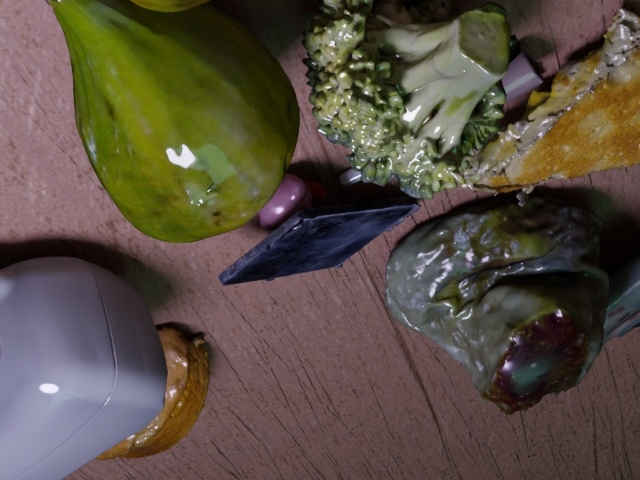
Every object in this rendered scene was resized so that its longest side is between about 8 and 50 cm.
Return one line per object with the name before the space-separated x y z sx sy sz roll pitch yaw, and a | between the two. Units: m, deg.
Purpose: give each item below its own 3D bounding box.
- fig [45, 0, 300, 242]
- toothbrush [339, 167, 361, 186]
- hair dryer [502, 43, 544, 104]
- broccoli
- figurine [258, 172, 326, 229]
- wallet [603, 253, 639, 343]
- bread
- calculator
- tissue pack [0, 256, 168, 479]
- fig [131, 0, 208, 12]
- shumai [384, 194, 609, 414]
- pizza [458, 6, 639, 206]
fig | -0.153 -0.126 1.595 0.233 0.233 0.314 -28 154 17
toothbrush | 0.141 -0.133 1.949 0.276 0.019 0.025 -29 156 18
hair dryer | 0.120 -0.194 1.821 0.195 0.053 0.220 -29 142 16
broccoli | 0.112 -0.185 1.644 0.247 0.263 0.243 -26 -176 -25
figurine | -0.044 -0.045 1.945 0.083 0.067 0.071 -46 172 22
wallet | 0.429 0.087 2.350 0.360 0.083 0.252 -37 166 16
bread | -0.249 0.220 2.218 0.229 0.139 0.143 -29 156 20
calculator | 0.000 0.000 2.008 0.161 0.021 0.262 -37 164 31
tissue pack | -0.369 0.171 1.964 0.333 0.229 0.236 -35 148 27
fig | -0.112 -0.296 1.362 0.230 0.207 0.207 -18 150 -8
shumai | 0.261 0.111 2.174 0.309 0.263 0.304 -22 148 7
pizza | 0.287 -0.145 1.940 0.288 0.075 0.280 -24 147 -6
